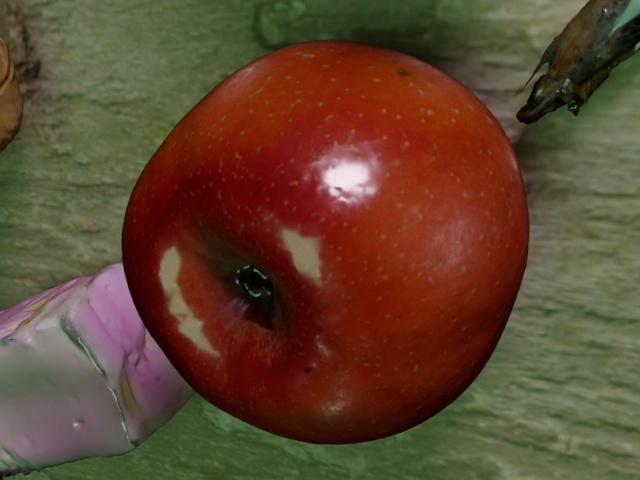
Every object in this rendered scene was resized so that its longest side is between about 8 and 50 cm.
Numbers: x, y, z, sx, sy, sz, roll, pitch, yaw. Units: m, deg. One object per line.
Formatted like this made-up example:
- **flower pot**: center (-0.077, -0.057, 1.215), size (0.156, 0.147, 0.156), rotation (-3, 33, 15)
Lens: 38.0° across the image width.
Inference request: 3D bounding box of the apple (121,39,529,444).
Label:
- **apple**: center (0.000, 0.000, 0.608), size (0.260, 0.216, 0.261), rotation (14, 120, 27)

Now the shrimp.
- **shrimp**: center (0.215, -0.097, 0.540), size (0.148, 0.035, 0.195), rotation (44, 128, 1)

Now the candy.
- **candy**: center (-0.261, 0.133, 0.905), size (0.265, 0.116, 0.156), rotation (-19, 103, 38)

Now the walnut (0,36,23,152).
- **walnut**: center (-0.350, -0.134, 0.787), size (0.197, 0.165, 0.165), rotation (14, 122, 34)
